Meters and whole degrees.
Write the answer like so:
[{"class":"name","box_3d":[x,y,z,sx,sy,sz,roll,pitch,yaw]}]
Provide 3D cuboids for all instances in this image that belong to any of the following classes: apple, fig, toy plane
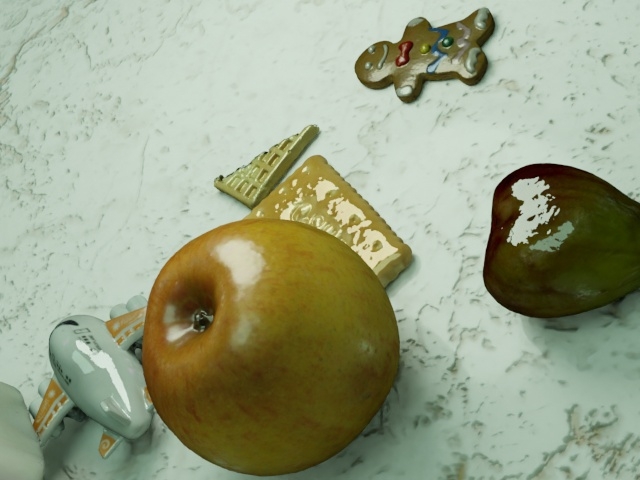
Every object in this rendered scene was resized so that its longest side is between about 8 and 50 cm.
[{"class":"apple","box_3d":[-0.065,0.114,1.322,0.299,0.275,0.299,-10,71,31]},{"class":"fig","box_3d":[0.303,0.011,1.257,0.274,0.145,0.170,11,69,24]},{"class":"toy plane","box_3d":[-0.291,0.176,1.549,0.244,0.117,0.245,-17,54,25]}]

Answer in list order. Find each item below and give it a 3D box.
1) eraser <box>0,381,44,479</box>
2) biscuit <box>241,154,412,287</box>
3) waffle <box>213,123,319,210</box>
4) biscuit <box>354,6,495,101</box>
[{"class":"eraser","box_3d":[-0.490,0.338,1.505,0.331,0.149,0.331,-44,33,39]},{"class":"biscuit","box_3d":[-0.001,0.000,1.527,0.160,0.030,0.250,-42,47,3]},{"class":"waffle","box_3d":[-0.076,-0.117,1.660,0.097,0.023,0.153,33,84,42]},{"class":"biscuit","box_3d":[0.134,-0.251,1.604,0.205,0.031,0.138,-4,59,33]}]
